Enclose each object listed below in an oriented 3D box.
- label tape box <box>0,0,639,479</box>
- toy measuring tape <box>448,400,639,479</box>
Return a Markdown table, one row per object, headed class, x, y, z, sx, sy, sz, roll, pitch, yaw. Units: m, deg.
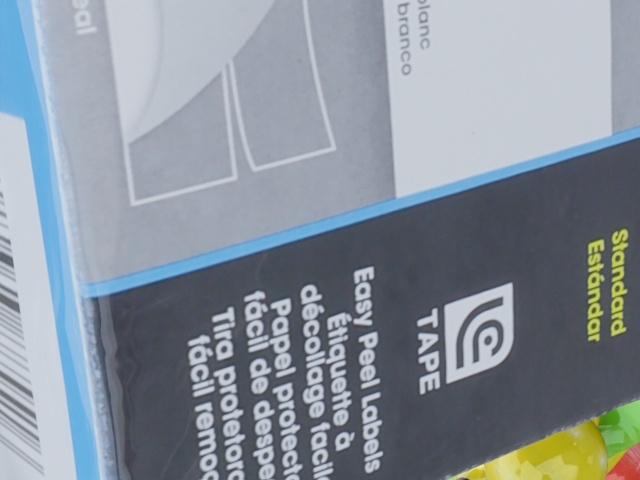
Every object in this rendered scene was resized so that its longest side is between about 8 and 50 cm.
| class | x | y | z | sx | sy | sz | roll | pitch | yaw |
| --- | --- | --- | --- | --- | --- | --- | --- | --- | --- |
| label tape box | 0.053 | -0.077 | 0.445 | 0.106 | 0.334 | 0.240 | 22 | 123 | 53 |
| toy measuring tape | 0.075 | 0.049 | 0.678 | 0.121 | 0.330 | 0.121 | 1 | 105 | 3 |
